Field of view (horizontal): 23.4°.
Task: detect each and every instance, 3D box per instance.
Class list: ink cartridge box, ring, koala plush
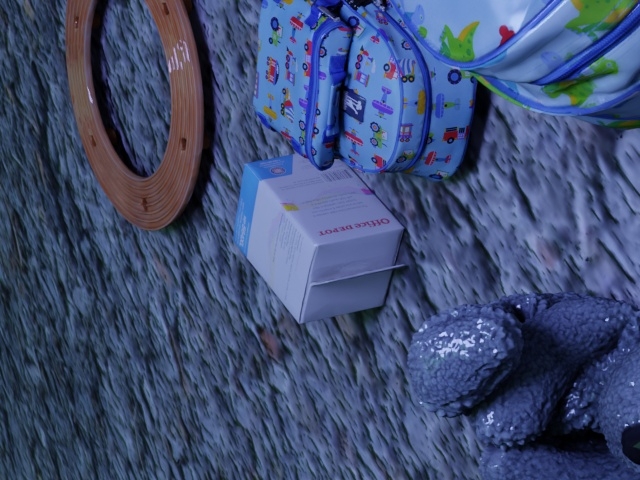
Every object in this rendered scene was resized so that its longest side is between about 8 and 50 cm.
[{"bbox_3d":[0.000,0.000,1.346,0.143,0.092,0.090,51,141,40],"label":"ink cartridge box"},{"bbox_3d":[-0.200,-0.178,1.690,0.336,0.032,0.337,30,126,53],"label":"ring"},{"bbox_3d":[0.208,0.101,0.981,0.221,0.203,0.196,-14,97,39],"label":"koala plush"}]

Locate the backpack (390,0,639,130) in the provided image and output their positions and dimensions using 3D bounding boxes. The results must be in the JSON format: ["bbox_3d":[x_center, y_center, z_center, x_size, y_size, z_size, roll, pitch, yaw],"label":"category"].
[{"bbox_3d":[0.130,-0.227,0.905,0.290,0.273,0.356,-39,78,25],"label":"backpack"}]

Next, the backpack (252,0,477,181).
[{"bbox_3d":[0.039,-0.122,1.214,0.173,0.117,0.158,44,137,40],"label":"backpack"}]
